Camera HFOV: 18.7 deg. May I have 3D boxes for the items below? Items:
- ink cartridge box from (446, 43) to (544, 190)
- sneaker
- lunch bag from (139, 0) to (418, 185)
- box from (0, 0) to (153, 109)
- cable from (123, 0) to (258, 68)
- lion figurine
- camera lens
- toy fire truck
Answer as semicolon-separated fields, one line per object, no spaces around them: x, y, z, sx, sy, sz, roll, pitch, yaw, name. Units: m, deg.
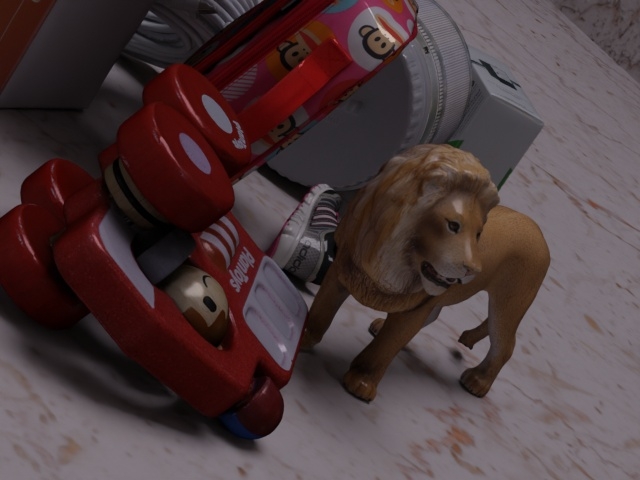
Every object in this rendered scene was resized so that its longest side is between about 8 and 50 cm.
0.187;-0.144;2.472;0.087;0.153;0.208;27;17;-19;ink cartridge box
0.000;0.000;1.892;0.075;0.063;0.170;34;22;0;sneaker
-0.047;-0.145;1.804;0.120;0.293;0.258;51;15;-10;lunch bag
-0.330;-0.310;1.856;0.345;0.215;0.168;40;18;18;box
-0.190;-0.265;2.029;0.257;0.089;0.257;24;-13;-2;cable
0.116;0.021;1.744;0.142;0.240;0.392;40;17;19;lion figurine
0.041;-0.172;2.160;0.219;0.219;0.274;37;17;7;camera lens
-0.104;0.024;1.505;0.254;0.169;0.302;50;15;-12;toy fire truck
